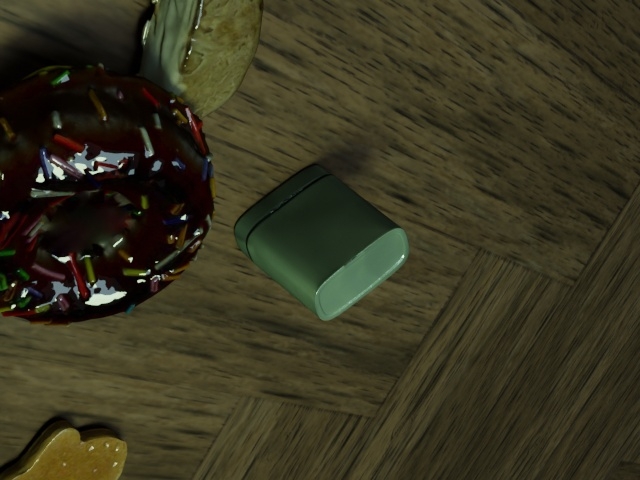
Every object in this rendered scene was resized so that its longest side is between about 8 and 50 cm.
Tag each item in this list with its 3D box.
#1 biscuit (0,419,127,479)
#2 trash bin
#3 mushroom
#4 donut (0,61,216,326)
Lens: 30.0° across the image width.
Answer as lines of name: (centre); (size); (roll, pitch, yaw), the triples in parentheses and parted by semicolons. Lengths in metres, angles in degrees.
biscuit: (-0.251, 0.219, 1.147); (0.140, 0.023, 0.118); (-17, 130, -35)
trash bin: (0.000, 0.000, 1.135); (0.116, 0.130, 0.059); (-38, 139, -16)
mushroom: (-0.091, -0.178, 0.950); (0.094, 0.072, 0.210); (-9, 125, -47)
donut: (-0.185, -0.025, 0.930); (0.235, 0.089, 0.235); (-15, 137, -15)
